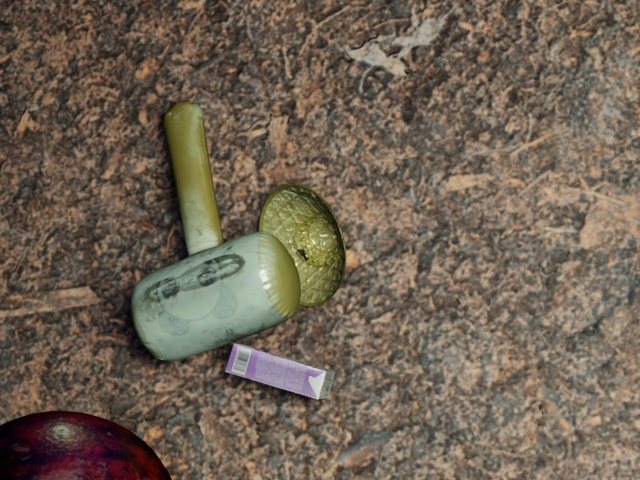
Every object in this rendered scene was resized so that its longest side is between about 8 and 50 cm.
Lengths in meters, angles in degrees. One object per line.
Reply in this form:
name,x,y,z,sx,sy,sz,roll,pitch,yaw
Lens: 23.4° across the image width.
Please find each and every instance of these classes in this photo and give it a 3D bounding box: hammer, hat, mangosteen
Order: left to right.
mangosteen,-0.313,0.326,1.638,0.359,0.306,0.306,16,79,-29
hammer,-0.142,-0.024,1.800,0.202,0.113,0.305,-19,68,14
hat,0.000,0.000,1.791,0.146,0.067,0.146,15,112,44

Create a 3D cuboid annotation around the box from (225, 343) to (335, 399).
box,-0.045,0.150,1.770,0.117,0.050,0.036,15,89,13
